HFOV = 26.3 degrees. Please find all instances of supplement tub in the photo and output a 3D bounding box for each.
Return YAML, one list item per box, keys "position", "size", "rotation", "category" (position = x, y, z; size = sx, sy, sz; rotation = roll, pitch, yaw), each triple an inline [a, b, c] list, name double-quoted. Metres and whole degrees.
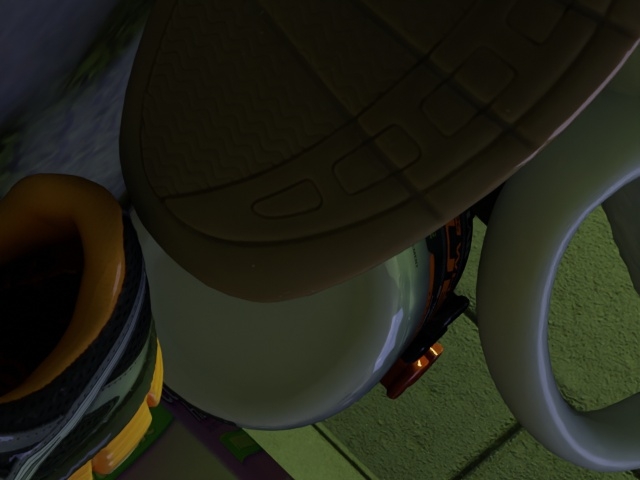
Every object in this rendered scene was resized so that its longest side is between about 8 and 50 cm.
- position: [0.000, 0.000, 0.583]
  size: [0.117, 0.117, 0.190]
  rotation: [-48, 176, 19]
  category: "supplement tub"

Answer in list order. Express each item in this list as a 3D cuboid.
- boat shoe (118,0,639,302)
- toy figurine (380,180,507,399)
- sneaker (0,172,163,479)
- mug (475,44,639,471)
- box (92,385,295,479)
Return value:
- position: [0.060, -0.102, 0.332]
  size: [0.285, 0.103, 0.092]
  rotation: [-54, 169, 17]
  category: "boat shoe"
- position: [0.061, -0.024, 0.852]
  size: [0.213, 0.148, 0.209]
  rotation: [-44, 169, -8]
  category: "toy figurine"
- position: [-0.117, 0.058, 0.315]
  size: [0.215, 0.084, 0.083]
  rotation: [-47, 164, -37]
  category: "sneaker"
- position: [0.235, -0.031, 0.684]
  size: [0.374, 0.276, 0.328]
  rotation: [-32, 130, -17]
  category: "mug"
- position: [-0.092, 0.195, 0.657]
  size: [0.213, 0.243, 0.117]
  rotation: [-47, 176, 0]
  category: "box"
